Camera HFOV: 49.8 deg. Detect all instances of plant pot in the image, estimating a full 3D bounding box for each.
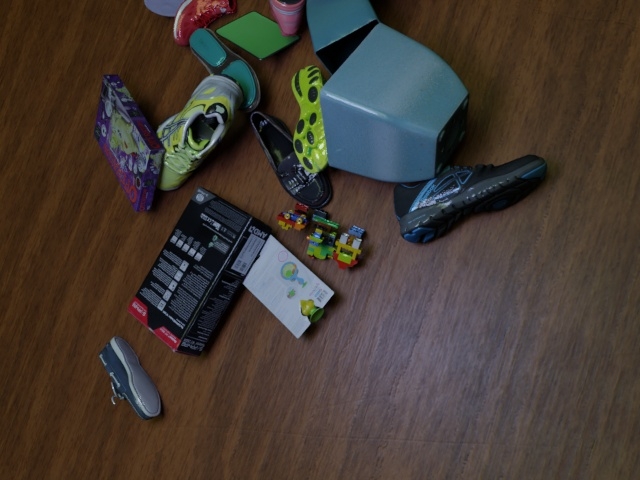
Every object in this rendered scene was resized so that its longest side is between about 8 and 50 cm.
[{"bbox_3d":[0.178,-0.272,1.498,0.252,0.247,0.248,26,64,22],"label":"plant pot"},{"bbox_3d":[0.064,-0.538,1.700,0.166,0.166,0.234,-24,60,16],"label":"plant pot"}]

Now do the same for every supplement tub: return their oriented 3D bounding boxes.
[{"bbox_3d":[-0.434,-0.763,1.979,0.144,0.144,0.199,-4,75,23],"label":"supplement tub"}]

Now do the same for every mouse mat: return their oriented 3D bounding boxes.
[{"bbox_3d":[-0.167,-0.547,1.833,0.190,0.007,0.153,36,56,26],"label":"mouse mat"}]

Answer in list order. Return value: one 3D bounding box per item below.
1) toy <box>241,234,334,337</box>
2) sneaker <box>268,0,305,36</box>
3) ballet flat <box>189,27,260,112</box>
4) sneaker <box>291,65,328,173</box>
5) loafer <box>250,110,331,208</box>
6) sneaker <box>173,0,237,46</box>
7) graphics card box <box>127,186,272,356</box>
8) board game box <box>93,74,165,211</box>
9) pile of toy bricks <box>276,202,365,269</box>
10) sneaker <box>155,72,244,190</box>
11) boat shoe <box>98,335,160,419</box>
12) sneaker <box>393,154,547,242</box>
[{"bbox_3d":[-0.077,0.110,1.642,0.237,0.056,0.137,41,97,34],"label":"toy"},{"bbox_3d":[-0.106,-0.656,1.827,0.116,0.136,0.313,-4,49,-6],"label":"sneaker"},{"bbox_3d":[-0.233,-0.443,1.829,0.108,0.106,0.316,-37,66,8],"label":"ballet flat"},{"bbox_3d":[0.002,-0.289,1.670,0.109,0.123,0.295,-18,59,27],"label":"sneaker"},{"bbox_3d":[-0.086,-0.203,1.707,0.109,0.095,0.302,-40,65,10],"label":"loafer"},{"bbox_3d":[-0.318,-0.636,1.930,0.128,0.087,0.221,23,88,28],"label":"sneaker"},{"bbox_3d":[-0.303,0.072,1.712,0.233,0.094,0.370,28,90,40],"label":"graphics card box"},{"bbox_3d":[-0.523,-0.267,1.861,0.347,0.056,0.208,53,139,33],"label":"board game box"},{"bbox_3d":[0.000,0.000,1.627,0.212,0.118,0.105,22,114,11],"label":"pile of toy bricks"},{"bbox_3d":[-0.338,-0.252,1.733,0.384,0.145,0.147,-47,21,37],"label":"sneaker"},{"bbox_3d":[-0.487,0.356,1.738,0.079,0.095,0.254,-43,63,6],"label":"boat shoe"},{"bbox_3d":[0.314,-0.122,1.497,0.341,0.125,0.139,-23,63,14],"label":"sneaker"}]
